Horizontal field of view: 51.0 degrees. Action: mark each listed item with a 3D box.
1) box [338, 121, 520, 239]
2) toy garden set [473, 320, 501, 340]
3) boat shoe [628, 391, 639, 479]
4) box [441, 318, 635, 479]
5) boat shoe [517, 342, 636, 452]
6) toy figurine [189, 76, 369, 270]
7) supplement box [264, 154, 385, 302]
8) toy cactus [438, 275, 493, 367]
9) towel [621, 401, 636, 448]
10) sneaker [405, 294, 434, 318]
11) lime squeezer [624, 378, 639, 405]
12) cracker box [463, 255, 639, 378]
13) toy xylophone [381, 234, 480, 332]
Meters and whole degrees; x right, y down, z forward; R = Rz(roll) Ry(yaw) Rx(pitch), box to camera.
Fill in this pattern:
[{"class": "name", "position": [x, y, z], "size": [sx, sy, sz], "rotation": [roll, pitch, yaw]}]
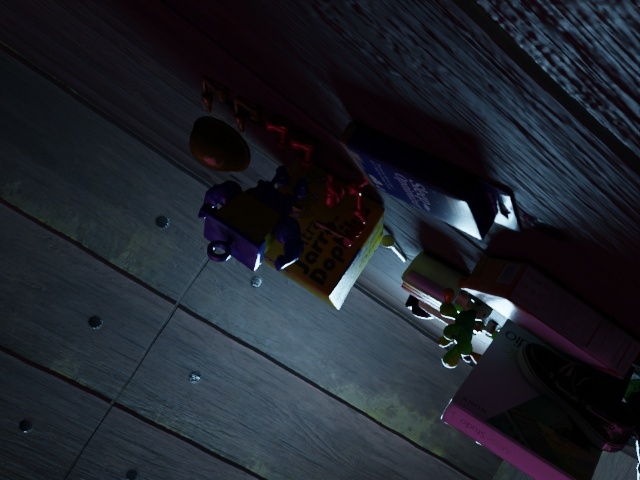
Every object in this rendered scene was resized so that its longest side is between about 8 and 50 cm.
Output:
[{"class": "box", "position": [0.138, -0.067, 0.846], "size": [0.225, 0.036, 0.136], "rotation": [28, 173, 28]}, {"class": "toy garden set", "position": [0.487, 0.273, 1.784], "size": [0.203, 0.049, 0.244], "rotation": [33, 174, -7]}, {"class": "boat shoe", "position": [0.620, 0.304, 1.059], "size": [0.340, 0.158, 0.127], "rotation": [7, 162, -34]}, {"class": "box", "position": [0.376, 0.255, 1.134], "size": [0.232, 0.322, 0.058], "rotation": [30, 131, 20]}, {"class": "boat shoe", "position": [0.407, 0.230, 1.069], "size": [0.219, 0.077, 0.070], "rotation": [48, 142, 39]}, {"class": "toy figurine", "position": [-0.126, -0.068, 1.072], "size": [0.362, 0.217, 0.191], "rotation": [34, 149, 12]}, {"class": "supplement box", "position": [0.000, 0.000, 1.364], "size": [0.195, 0.194, 0.356], "rotation": [32, 175, 9]}, {"class": "toy cactus", "position": [0.297, 0.144, 1.286], "size": [0.112, 0.219, 0.180], "rotation": [18, -152, 33]}, {"class": "towel", "position": [0.519, 0.323, 1.281], "size": [0.370, 0.040, 0.271], "rotation": [15, -175, 0]}, {"class": "sneaker", "position": [0.311, 0.190, 1.961], "size": [0.081, 0.080, 0.211], "rotation": [27, -175, -4]}, {"class": "lime squeezer", "position": [0.596, 0.289, 1.295], "size": [0.110, 0.059, 0.310], "rotation": [17, 178, -34]}, {"class": "cracker box", "position": [0.356, 0.115, 1.045], "size": [0.232, 0.067, 0.155], "rotation": [34, 175, -12]}, {"class": "toy xylophone", "position": [0.240, 0.098, 1.472], "size": [0.236, 0.081, 0.322], "rotation": [30, 174, 29]}]
